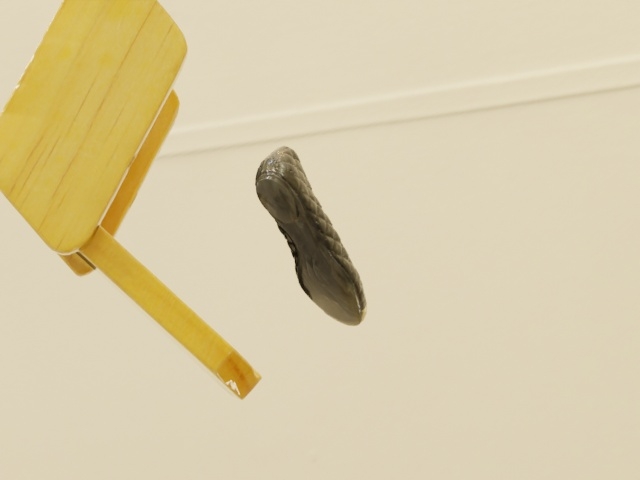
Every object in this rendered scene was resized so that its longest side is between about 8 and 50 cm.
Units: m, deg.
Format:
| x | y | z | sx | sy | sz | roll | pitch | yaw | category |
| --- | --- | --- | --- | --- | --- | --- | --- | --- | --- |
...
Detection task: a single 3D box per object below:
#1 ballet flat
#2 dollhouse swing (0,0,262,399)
| x | y | z | sx | sy | sz | roll | pitch | yaw | category |
| --- | --- | --- | --- | --- | --- | --- | --- | --- | --- |
| 0.000 | 0.000 | 1.279 | 0.057 | 0.049 | 0.173 | -3 | -52 | 34 | ballet flat |
| -0.135 | -0.057 | 1.488 | 0.305 | 0.347 | 0.315 | 28 | -97 | -2 | dollhouse swing |
